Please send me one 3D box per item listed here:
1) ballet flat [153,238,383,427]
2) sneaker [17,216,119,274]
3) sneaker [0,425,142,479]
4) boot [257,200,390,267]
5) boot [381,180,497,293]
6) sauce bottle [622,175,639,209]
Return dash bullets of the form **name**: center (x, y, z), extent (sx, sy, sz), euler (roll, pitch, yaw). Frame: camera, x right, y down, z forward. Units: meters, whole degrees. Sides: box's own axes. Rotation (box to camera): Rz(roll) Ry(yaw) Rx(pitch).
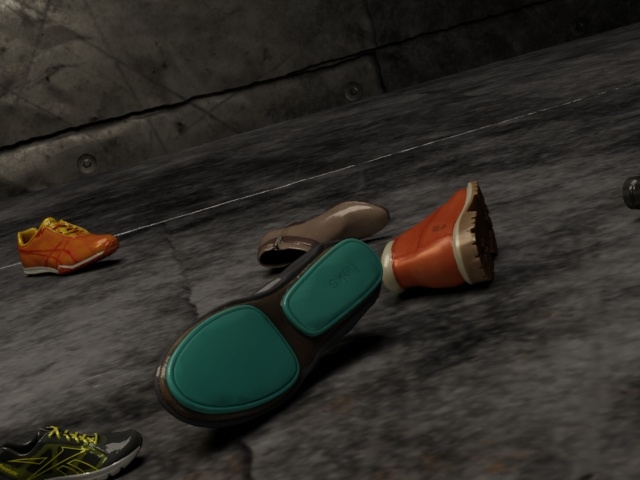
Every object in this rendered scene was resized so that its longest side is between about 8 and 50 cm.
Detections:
- **ballet flat**: center (-0.035, 0.064, 0.696), extent (0.074, 0.074, 0.203), euler (-6, 20, 41)
- **sneaker**: center (-0.316, 0.005, 1.374), extent (0.175, 0.067, 0.064), euler (-5, 13, 37)
- **sneaker**: center (-0.140, 0.117, 0.620), extent (0.083, 0.035, 0.031), euler (-18, 12, -14)
- **boot**: center (0.000, 0.000, 1.047), extent (0.118, 0.042, 0.087), euler (-12, 17, 21)
- **boot**: center (0.092, -0.002, 0.871), extent (0.084, 0.059, 0.158), euler (-17, 11, 18)
- **sauce bottle**: center (0.282, -0.037, 0.828), extent (0.042, 0.042, 0.128), euler (-23, 12, -38)
